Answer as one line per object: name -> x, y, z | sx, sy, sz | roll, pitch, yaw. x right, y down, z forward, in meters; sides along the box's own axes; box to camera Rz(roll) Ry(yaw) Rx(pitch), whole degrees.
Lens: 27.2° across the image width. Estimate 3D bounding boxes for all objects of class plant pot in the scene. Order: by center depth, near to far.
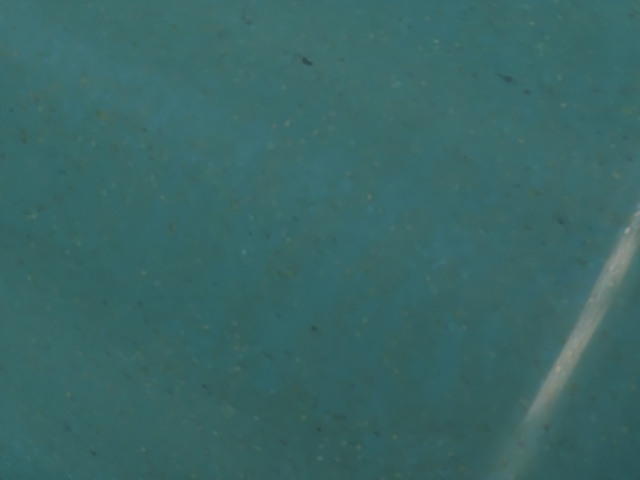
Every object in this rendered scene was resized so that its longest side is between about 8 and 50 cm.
plant pot -> 0.000, 0.000, 0.473 | 0.341, 0.334, 0.341 | -60, -7, -12
